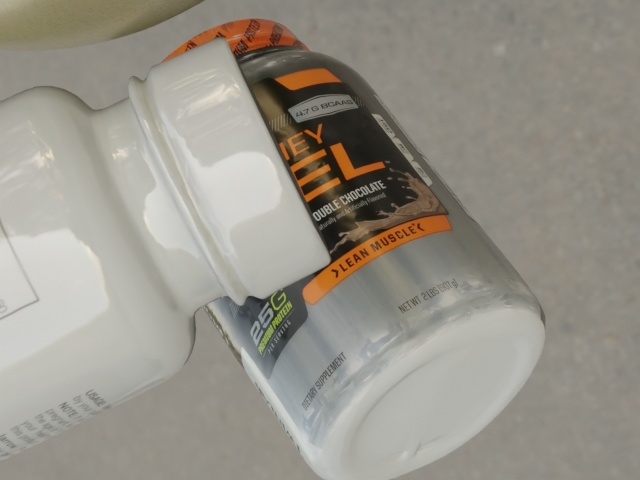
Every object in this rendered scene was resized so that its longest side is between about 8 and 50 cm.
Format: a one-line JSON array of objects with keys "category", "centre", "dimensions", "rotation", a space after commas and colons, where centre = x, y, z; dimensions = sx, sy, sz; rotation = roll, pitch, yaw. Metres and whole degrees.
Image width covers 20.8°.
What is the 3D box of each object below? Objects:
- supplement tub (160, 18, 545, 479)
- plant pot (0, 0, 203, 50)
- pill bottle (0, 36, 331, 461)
[{"category": "supplement tub", "centre": [0.000, 0.000, 1.324], "dimensions": [0.338, 0.207, 0.207], "rotation": [53, 146, 30]}, {"category": "plant pot", "centre": [-0.131, -0.232, 1.021], "dimensions": [0.191, 0.284, 0.284], "rotation": [21, 125, 28]}, {"category": "pill bottle", "centre": [-0.119, 0.013, 0.701], "dimensions": [0.131, 0.229, 0.131], "rotation": [64, -179, -3]}]
